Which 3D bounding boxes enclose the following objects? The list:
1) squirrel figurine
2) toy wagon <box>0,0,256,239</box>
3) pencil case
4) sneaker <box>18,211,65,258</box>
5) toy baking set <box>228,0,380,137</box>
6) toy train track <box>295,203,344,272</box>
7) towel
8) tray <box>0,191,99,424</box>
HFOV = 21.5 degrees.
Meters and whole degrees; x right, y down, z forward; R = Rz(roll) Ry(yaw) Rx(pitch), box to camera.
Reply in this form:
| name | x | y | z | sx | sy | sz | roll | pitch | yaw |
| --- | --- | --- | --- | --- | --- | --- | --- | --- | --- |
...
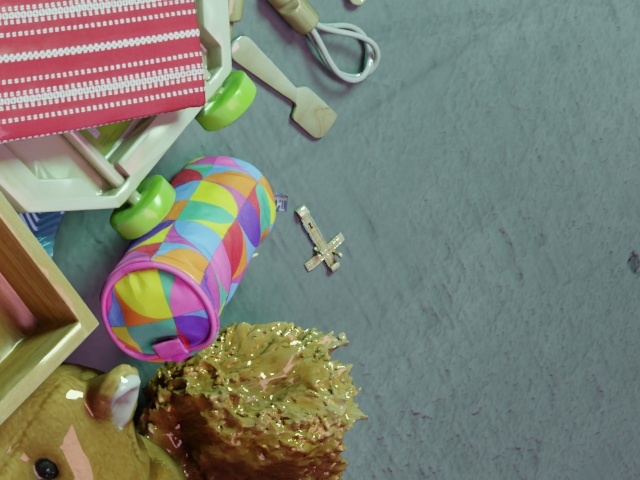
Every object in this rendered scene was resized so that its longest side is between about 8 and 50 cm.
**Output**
| name | x | y | z | sx | sy | sz | roll | pitch | yaw |
| --- | --- | --- | --- | --- | --- | --- | --- | --- | --- |
| squirrel figurine | -0.142 | 0.221 | 1.446 | 0.397 | 0.281 | 0.370 | -44 | 120 | -32 |
| toy wagon | -0.164 | -0.180 | 1.308 | 0.267 | 0.068 | 0.344 | 49 | 62 | -26 |
| pencil case | -0.101 | 0.013 | 1.377 | 0.236 | 0.104 | 0.104 | -60 | 151 | -62 |
| sneaker | -0.247 | -0.024 | 1.340 | 0.087 | 0.092 | 0.228 | 24 | 73 | -30 |
| toy baking set | -0.014 | -0.213 | 1.470 | 0.197 | 0.030 | 0.256 | 1 | 108 | -38 |
| toy train track | 0.000 | 0.000 | 1.580 | 0.048 | 0.014 | 0.083 | -42 | 128 | -16 |
| towel | -0.184 | -0.219 | 1.232 | 0.199 | 0.031 | 0.274 | -15 | 99 | -38 |
| tray | -0.350 | -0.032 | 1.152 | 0.203 | 0.076 | 0.411 | -48 | 116 | -32 |
